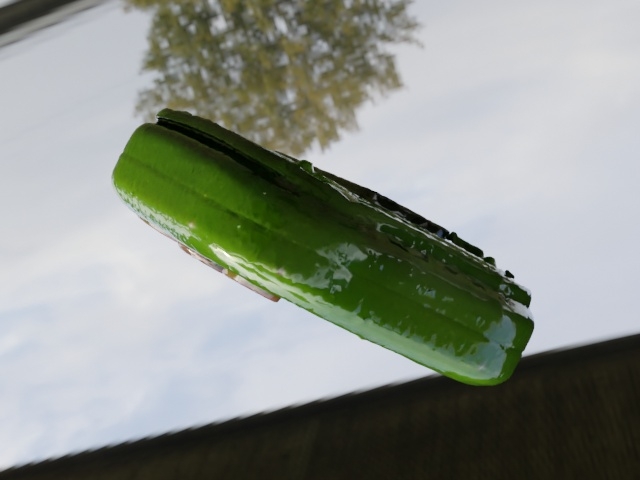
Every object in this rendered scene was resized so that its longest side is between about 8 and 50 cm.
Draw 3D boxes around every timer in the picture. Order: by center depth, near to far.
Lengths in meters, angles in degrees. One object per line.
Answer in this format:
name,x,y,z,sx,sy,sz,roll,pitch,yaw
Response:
timer,0.000,0.000,0.412,0.140,0.128,0.047,27,-89,58
